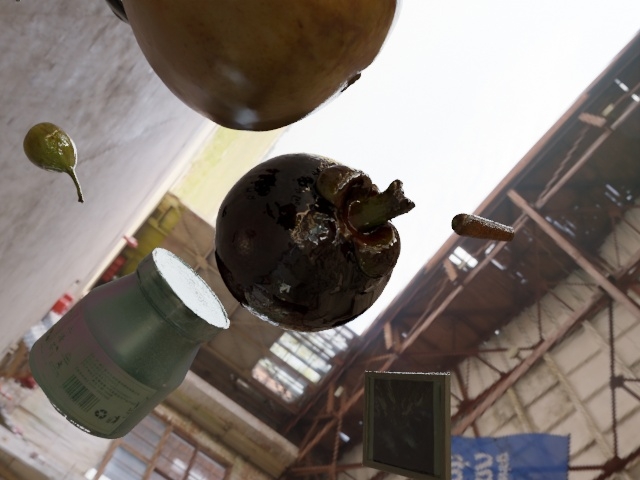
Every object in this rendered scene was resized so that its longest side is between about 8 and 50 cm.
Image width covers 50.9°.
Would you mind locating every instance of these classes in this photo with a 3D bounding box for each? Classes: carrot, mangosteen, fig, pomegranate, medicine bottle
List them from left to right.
[{"bbox_3d":[-0.490,-0.150,1.287,0.093,0.166,0.093,-43,-171,9],"label":"fig"},{"bbox_3d":[-0.336,0.180,1.231,0.290,0.245,0.245,-42,-171,4],"label":"medicine bottle"},{"bbox_3d":[-0.066,-0.231,0.583,0.229,0.270,0.252,-45,180,-6],"label":"pomegranate"},{"bbox_3d":[-0.010,0.008,1.049,0.293,0.297,0.297,27,-104,42],"label":"mangosteen"},{"bbox_3d":[0.214,-0.016,0.892,0.032,0.093,0.032,-169,-90,-68],"label":"carrot"}]

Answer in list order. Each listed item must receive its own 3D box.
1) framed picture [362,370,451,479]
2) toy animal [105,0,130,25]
[{"bbox_3d":[0.167,0.366,1.347,0.281,0.019,0.208,-20,-114,59],"label":"framed picture"},{"bbox_3d":[-0.238,-0.395,0.990,0.235,0.165,0.187,-118,-155,-70],"label":"toy animal"}]
